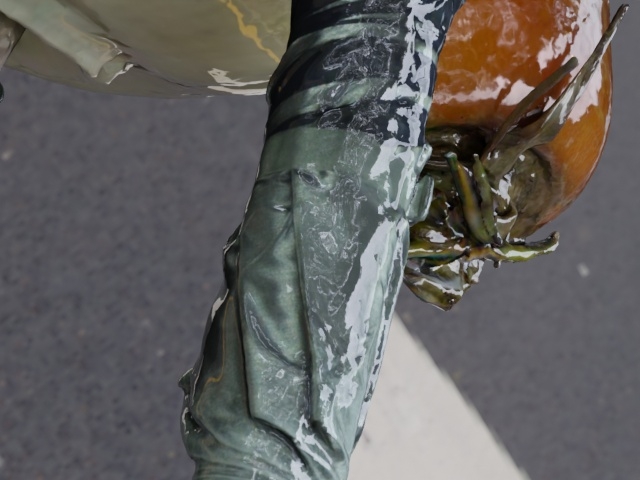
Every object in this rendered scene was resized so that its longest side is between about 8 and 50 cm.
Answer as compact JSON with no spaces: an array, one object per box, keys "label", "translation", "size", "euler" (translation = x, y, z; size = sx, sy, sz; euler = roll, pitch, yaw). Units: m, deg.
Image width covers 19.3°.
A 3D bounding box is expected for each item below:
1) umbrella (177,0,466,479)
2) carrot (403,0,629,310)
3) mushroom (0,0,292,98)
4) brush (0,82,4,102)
[{"label":"umbrella","translation":[0.000,0.000,0.441],"size":[0.046,0.050,0.188],"euler":[20,64,-18]},{"label":"carrot","translation":[0.082,-0.100,1.123],"size":[0.193,0.214,0.331],"euler":[62,30,-54]},{"label":"mushroom","translation":[-0.132,-0.148,0.597],"size":[0.315,0.356,0.315],"euler":[55,24,-40]},{"label":"brush","translation":[-0.182,-0.085,0.940],"size":[0.024,0.008,0.083],"euler":[-24,39,-26]}]
